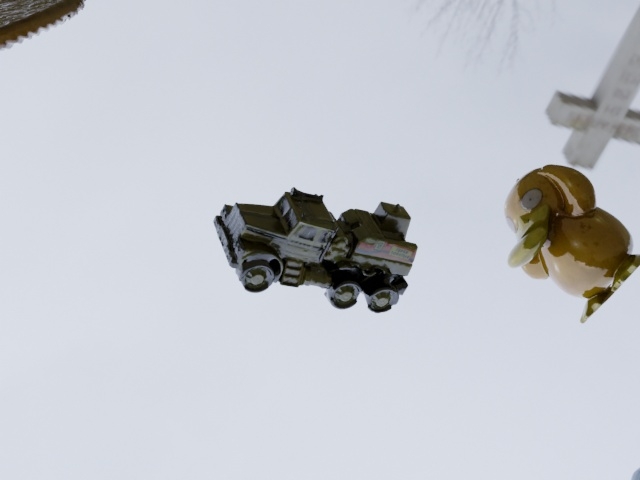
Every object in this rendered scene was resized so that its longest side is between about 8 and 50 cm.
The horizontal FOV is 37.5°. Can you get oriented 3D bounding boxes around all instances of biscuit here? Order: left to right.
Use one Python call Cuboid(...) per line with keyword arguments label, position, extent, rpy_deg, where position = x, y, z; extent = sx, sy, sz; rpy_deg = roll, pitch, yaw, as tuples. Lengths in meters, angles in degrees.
Cuboid(label="biscuit", position=(-0.498, -0.307, 1.378), extent=(0.318, 0.040, 0.318), rpy_deg=(-13, -155, 6))

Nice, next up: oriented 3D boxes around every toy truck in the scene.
Cuboid(label="toy truck", position=(-0.003, 0.003, 1.213), extent=(0.257, 0.127, 0.127), rpy_deg=(7, -148, -26))

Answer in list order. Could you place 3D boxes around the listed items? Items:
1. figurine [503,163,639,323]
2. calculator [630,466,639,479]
Cuboid(label="figurine", position=(0.403, -0.004, 1.535), extent=(0.228, 0.215, 0.215), rpy_deg=(27, -146, -3))
Cuboid(label="calculator", position=(0.315, 0.289, 0.845), extent=(0.121, 0.039, 0.210), rpy_deg=(48, -144, -1))
